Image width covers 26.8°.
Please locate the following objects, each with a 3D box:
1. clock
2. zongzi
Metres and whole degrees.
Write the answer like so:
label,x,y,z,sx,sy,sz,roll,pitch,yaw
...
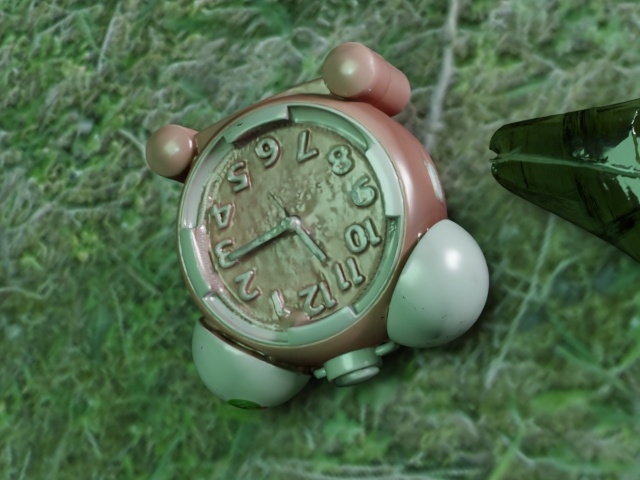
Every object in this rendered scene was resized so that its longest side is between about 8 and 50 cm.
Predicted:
label,x,y,z,sx,sy,sz,roll,pitch,yaw
clock,0.000,0.000,0.715,0.165,0.092,0.162,-22,72,18
zongzi,0.138,-0.010,0.670,0.104,0.052,0.113,-10,80,32
